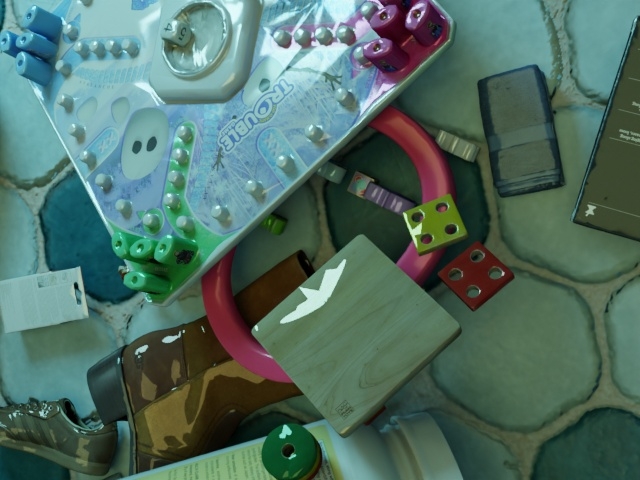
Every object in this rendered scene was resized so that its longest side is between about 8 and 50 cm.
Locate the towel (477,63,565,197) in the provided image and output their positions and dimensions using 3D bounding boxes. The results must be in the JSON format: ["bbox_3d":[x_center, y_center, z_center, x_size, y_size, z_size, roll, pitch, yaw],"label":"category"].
[{"bbox_3d":[0.192,-0.104,0.835,0.067,0.029,0.119,-10,90,17],"label":"towel"}]

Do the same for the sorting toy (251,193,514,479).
[{"bbox_3d":[0.039,0.078,0.748,0.274,0.046,0.132,-42,56,-7],"label":"sorting toy"}]

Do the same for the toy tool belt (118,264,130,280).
[{"bbox_3d":[-0.180,0.013,0.952,0.083,0.052,0.051,-15,57,14],"label":"toy tool belt"}]

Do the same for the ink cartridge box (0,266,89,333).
[{"bbox_3d":[-0.315,0.068,1.002,0.115,0.029,0.063,-11,89,16],"label":"ink cartridge box"}]

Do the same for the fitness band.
[{"bbox_3d":[0.000,0.000,0.835,0.209,0.054,0.291,40,101,13],"label":"fitness band"}]

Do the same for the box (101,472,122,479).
[{"bbox_3d":[-0.262,0.334,0.967,0.101,0.087,0.102,-29,84,17],"label":"box"}]

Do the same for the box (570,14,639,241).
[{"bbox_3d":[0.370,-0.065,0.743,0.261,0.103,0.184,18,95,15],"label":"box"}]

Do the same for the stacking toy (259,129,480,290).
[{"bbox_3d":[0.034,-0.058,0.875,0.221,0.052,0.167,26,100,15],"label":"stacking toy"}]

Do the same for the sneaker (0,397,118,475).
[{"bbox_3d":[-0.318,0.212,1.001,0.188,0.066,0.071,15,80,11],"label":"sneaker"}]

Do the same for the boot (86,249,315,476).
[{"bbox_3d":[-0.074,0.185,0.921,0.280,0.096,0.264,-27,77,9],"label":"boot"}]

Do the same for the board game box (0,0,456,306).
[{"bbox_3d":[-0.125,-0.201,0.858,0.390,0.050,0.390,-41,63,14],"label":"board game box"}]

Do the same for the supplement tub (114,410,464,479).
[{"bbox_3d":[-0.033,0.297,0.776,0.331,0.241,0.241,-15,88,-5],"label":"supplement tub"}]
